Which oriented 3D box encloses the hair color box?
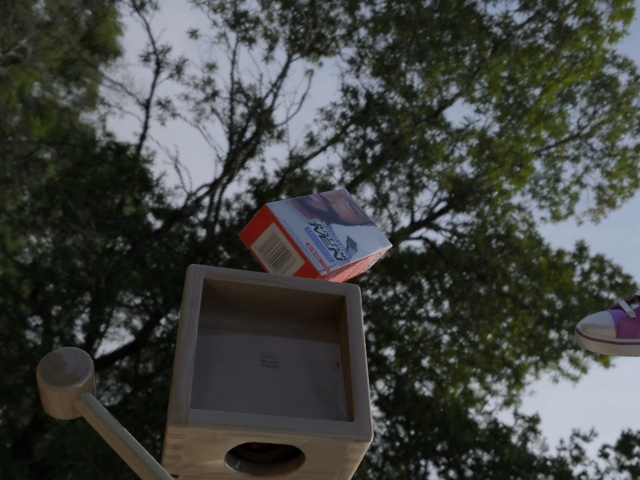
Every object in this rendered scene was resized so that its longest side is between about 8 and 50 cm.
[{"bbox_3d":[0.000,0.000,0.759,0.053,0.167,0.093,-45,-103,27],"label":"hair color box"}]

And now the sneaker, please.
[{"bbox_3d":[0.489,0.063,0.975,0.282,0.102,0.161,-11,-76,8],"label":"sneaker"}]

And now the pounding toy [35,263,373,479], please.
[{"bbox_3d":[-0.078,0.115,0.470,0.206,0.181,0.094,7,-44,-11],"label":"pounding toy"}]
